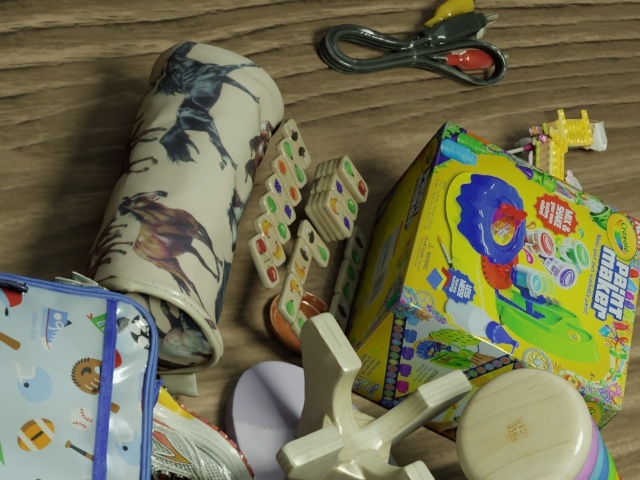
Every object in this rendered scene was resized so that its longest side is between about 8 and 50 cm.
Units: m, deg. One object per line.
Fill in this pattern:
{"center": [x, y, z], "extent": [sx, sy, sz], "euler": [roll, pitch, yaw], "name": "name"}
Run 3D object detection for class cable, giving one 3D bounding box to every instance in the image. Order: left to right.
{"center": [0.130, -0.243, 2.404], "extent": [0.287, 0.072, 0.139], "euler": [-19, 83, -25], "name": "cable"}

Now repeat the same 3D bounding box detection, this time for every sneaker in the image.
{"center": [-0.159, 0.214, 1.854], "extent": [0.225, 0.088, 0.092], "euler": [37, 68, -1], "name": "sneaker"}

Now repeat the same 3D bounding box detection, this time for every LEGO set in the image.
{"center": [0.279, -0.094, 2.348], "extent": [0.132, 0.107, 0.287], "euler": [59, 33, -27], "name": "LEGO set"}

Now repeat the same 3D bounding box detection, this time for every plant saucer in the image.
{"center": [-0.021, 0.094, 2.061], "extent": [0.083, 0.013, 0.083], "euler": [16, 48, -19], "name": "plant saucer"}

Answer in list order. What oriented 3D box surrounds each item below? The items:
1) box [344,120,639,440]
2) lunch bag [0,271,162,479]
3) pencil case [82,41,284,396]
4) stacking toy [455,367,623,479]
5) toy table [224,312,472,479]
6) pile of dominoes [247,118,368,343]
{"center": [0.198, 0.069, 2.096], "extent": [0.279, 0.177, 0.290], "euler": [27, 47, -11], "name": "box"}
{"center": [-0.265, 0.171, 1.708], "extent": [0.243, 0.115, 0.303], "euler": [13, 60, -18], "name": "lunch bag"}
{"center": [-0.148, -0.037, 1.993], "extent": [0.160, 0.183, 0.410], "euler": [5, 47, 9], "name": "pencil case"}
{"center": [0.257, 0.256, 1.937], "extent": [0.330, 0.141, 0.141], "euler": [48, 23, -55], "name": "stacking toy"}
{"center": [0.026, 0.214, 1.894], "extent": [0.274, 0.161, 0.252], "euler": [48, 47, 10], "name": "toy table"}
{"center": [0.000, 0.000, 2.043], "extent": [0.196, 0.040, 0.251], "euler": [56, 31, -32], "name": "pile of dominoes"}
